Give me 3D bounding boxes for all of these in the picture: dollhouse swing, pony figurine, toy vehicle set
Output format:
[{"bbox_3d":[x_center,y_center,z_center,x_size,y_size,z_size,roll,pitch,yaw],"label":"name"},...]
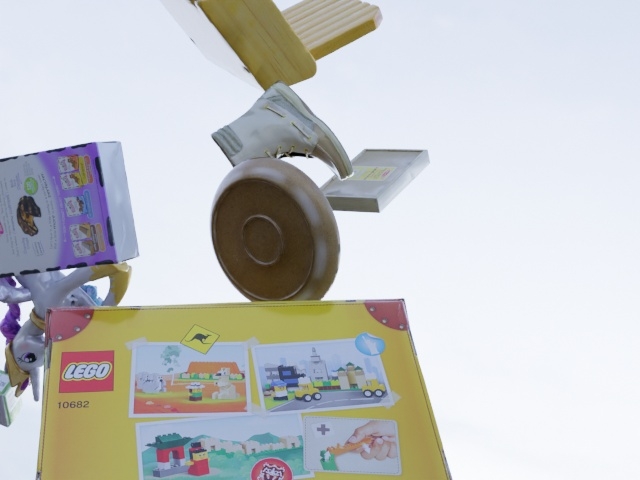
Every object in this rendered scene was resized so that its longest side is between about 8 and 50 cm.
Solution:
[{"bbox_3d":[-0.108,-0.487,1.862,0.315,0.305,0.347,51,-6,-33],"label":"dollhouse swing"},{"bbox_3d":[-0.509,0.057,1.650,0.363,0.303,0.351,-47,-110,21],"label":"pony figurine"},{"bbox_3d":[0.114,-0.138,2.082,0.166,0.267,0.035,5,-60,31],"label":"toy vehicle set"}]

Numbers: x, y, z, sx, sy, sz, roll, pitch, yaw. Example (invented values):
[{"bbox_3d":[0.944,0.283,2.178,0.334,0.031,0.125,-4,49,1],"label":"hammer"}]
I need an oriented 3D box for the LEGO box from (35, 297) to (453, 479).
[{"bbox_3d":[-0.107,0.274,1.216,0.500,0.372,0.193,-1,-47,-10],"label":"LEGO box"}]

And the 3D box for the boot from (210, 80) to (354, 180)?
[{"bbox_3d":[-0.063,-0.145,1.551,0.213,0.165,0.077,48,-12,15],"label":"boot"}]

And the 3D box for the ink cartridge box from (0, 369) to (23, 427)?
[{"bbox_3d":[-0.728,0.302,1.930,0.209,0.062,0.109,16,-48,8],"label":"ink cartridge box"}]

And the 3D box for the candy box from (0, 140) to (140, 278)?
[{"bbox_3d":[-0.362,-0.042,1.283,0.196,0.164,0.070,-7,5,17],"label":"candy box"}]

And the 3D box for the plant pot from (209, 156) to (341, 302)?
[{"bbox_3d":[-0.077,-0.002,1.356,0.236,0.032,0.236,12,-68,33],"label":"plant pot"}]
